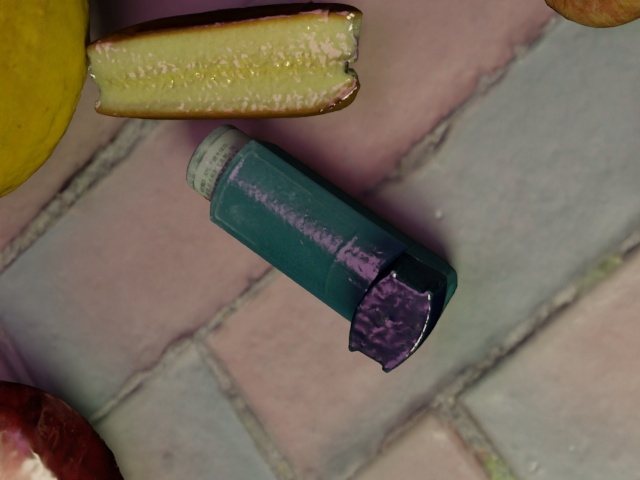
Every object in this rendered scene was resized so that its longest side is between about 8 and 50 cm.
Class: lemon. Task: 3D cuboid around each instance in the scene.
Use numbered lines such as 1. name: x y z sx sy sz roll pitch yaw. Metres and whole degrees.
1. lemon: -0.318 -0.176 1.467 0.285 0.285 0.316 44 94 18

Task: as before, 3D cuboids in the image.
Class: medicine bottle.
1. medicine bottle: 0.000 0.000 1.393 0.258 0.124 0.079 36 111 23

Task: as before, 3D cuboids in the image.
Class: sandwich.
1. sandwich: -0.064 -0.142 1.439 0.244 0.088 0.090 -2 101 23

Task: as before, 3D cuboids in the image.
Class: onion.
1. onion: -0.286 0.236 1.538 0.272 0.195 0.272 -2 113 -4

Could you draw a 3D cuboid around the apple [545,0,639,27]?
1. apple: 0.208 -0.218 1.284 0.126 0.102 0.126 5 100 30
